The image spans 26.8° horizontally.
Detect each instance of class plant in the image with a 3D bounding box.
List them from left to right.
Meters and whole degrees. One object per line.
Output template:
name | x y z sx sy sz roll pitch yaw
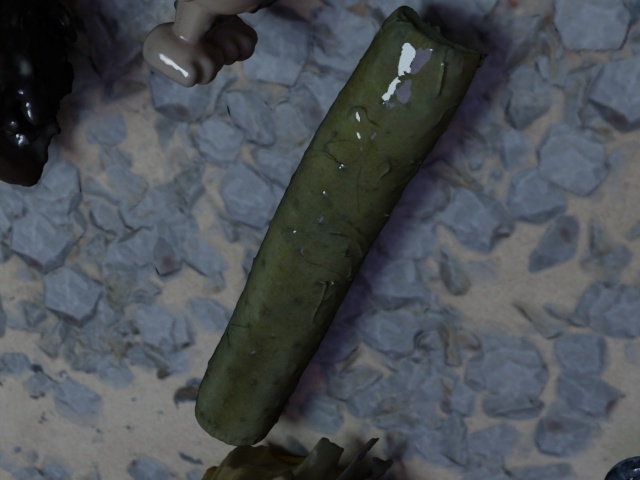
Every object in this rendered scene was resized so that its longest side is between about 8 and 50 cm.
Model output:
plant | -0.272 -0.130 0.938 0.204 0.178 0.234 9 112 14

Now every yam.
yam | 0.000 0.000 0.964 0.083 0.083 0.371 31 120 3

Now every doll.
doll | -0.031 -0.217 0.797 0.119 0.154 0.278 35 137 11

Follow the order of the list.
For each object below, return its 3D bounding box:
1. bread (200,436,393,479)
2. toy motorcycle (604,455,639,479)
bread | 0.017 0.338 1.085 0.236 0.183 0.388 -29 97 13
toy motorcycle | 0.336 0.193 0.929 0.260 0.110 0.171 -15 121 31
